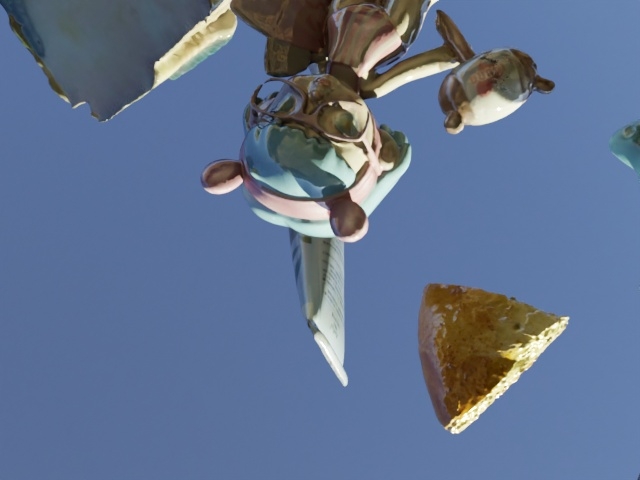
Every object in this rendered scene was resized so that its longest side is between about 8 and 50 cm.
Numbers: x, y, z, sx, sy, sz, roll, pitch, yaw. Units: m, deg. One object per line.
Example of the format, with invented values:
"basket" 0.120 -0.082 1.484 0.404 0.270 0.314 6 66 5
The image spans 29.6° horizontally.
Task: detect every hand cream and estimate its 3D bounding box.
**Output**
"hand cream" 0.000 0.000 1.055 0.055 0.088 0.256 -13 -130 8

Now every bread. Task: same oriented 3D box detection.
"bread" 0.140 0.085 1.152 0.154 0.054 0.136 -40 -128 -3

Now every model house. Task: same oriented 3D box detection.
"model house" -0.163 -0.313 1.317 0.284 0.298 0.243 -37 -81 -42

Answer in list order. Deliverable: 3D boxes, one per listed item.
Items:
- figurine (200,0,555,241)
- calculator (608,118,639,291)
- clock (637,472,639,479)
"figurine" 0.046 -0.109 0.793 0.205 0.103 0.260 22 -112 8
"calculator" 0.514 -0.060 1.268 0.386 0.054 0.256 -7 -115 3
"clock" 0.433 0.314 1.052 0.386 0.076 0.386 26 -141 -23
